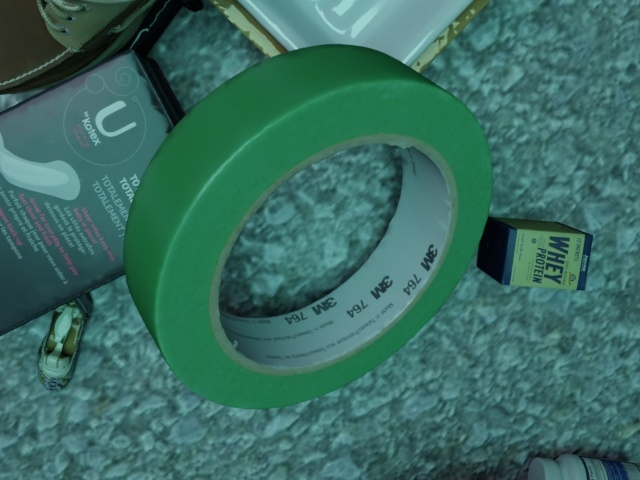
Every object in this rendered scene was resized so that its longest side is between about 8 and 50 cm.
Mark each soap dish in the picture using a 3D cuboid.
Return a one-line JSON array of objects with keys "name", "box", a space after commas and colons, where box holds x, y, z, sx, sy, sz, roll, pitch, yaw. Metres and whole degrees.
[{"name": "soap dish", "box": [0.004, -0.272, 0.620, 0.291, 0.118, 0.229, 43, 95, -10]}]

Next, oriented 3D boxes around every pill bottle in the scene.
[{"name": "pill bottle", "box": [0.291, 0.268, 0.755, 0.120, 0.067, 0.067, 9, 99, -5]}]

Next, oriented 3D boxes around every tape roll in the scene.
[{"name": "tape roll", "box": [0.000, 0.000, 0.595, 0.321, 0.077, 0.321, -20, 134, -23]}]

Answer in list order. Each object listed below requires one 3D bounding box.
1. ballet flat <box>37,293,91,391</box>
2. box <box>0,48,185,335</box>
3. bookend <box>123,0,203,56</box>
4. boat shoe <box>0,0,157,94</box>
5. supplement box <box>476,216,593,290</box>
[{"name": "ballet flat", "box": [-0.264, 0.105, 0.706, 0.041, 0.041, 0.114, 18, 98, -6]}, {"name": "box", "box": [-0.239, -0.037, 0.631, 0.270, 0.143, 0.165, -26, 102, 0]}, {"name": "bookend", "box": [-0.218, -0.209, 0.640, 0.157, 0.072, 0.156, 37, 96, -9]}, {"name": "boat shoe", "box": [-0.172, -0.212, 0.520, 0.324, 0.116, 0.123, -30, 103, 21]}, {"name": "supplement box", "box": [0.212, 0.011, 0.698, 0.083, 0.083, 0.056, 4, 100, -6]}]
